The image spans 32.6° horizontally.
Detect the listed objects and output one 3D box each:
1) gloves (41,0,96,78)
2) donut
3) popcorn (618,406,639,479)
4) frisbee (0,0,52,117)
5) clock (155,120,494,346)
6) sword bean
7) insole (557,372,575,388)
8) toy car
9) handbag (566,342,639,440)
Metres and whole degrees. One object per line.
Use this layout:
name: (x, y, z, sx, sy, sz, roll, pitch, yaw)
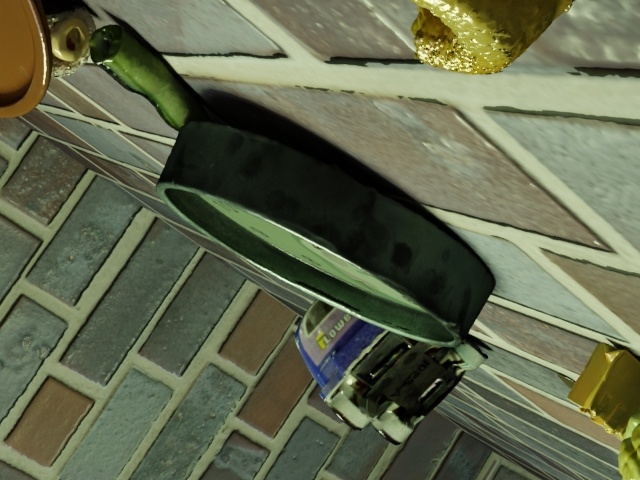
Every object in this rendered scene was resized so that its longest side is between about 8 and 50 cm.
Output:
gloves: (-0.263, -0.179, 0.942, 0.144, 0.110, 0.094, 29, 129, 47)
donut: (0.035, -0.098, 0.392, 0.108, 0.043, 0.097, 30, 174, -11)
popcorn: (0.284, 0.163, 0.781, 0.141, 0.162, 0.135, -32, 80, 58)
frisbee: (-0.301, -0.202, 0.841, 0.251, 0.021, 0.251, 25, 141, 22)
clock: (0.000, -0.001, 0.986, 0.319, 0.066, 0.319, 27, 170, 5)
sword bean: (-0.129, -0.118, 1.003, 0.043, 0.038, 0.269, 24, 171, 25)
insole: (0.304, 0.180, 1.234, 0.045, 0.002, 0.135, 27, 171, 45)
toy car: (0.082, 0.137, 1.362, 0.158, 0.172, 0.235, 49, -174, 38)
handbag: (0.245, 0.127, 0.894, 0.083, 0.061, 0.027, 39, 169, -33)
